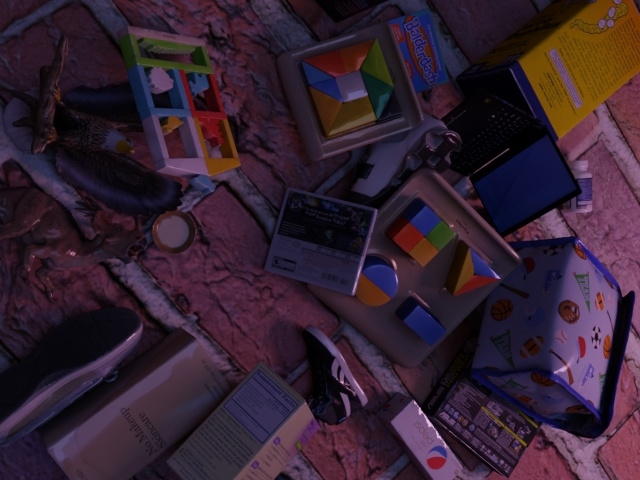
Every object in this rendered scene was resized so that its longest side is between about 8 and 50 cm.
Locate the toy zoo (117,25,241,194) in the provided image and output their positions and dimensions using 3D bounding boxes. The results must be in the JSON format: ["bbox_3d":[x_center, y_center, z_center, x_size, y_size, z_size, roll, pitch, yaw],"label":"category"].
[{"bbox_3d":[-0.236,-0.220,1.350,0.192,0.030,0.293,-10,82,-56],"label":"toy zoo"}]

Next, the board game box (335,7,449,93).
[{"bbox_3d":[0.150,-0.372,1.603,0.210,0.047,0.160,-23,103,-21],"label":"board game box"}]

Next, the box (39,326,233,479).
[{"bbox_3d":[-0.328,0.310,1.401,0.311,0.121,0.148,-37,108,-17],"label":"box"}]

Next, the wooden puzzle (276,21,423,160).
[{"bbox_3d":[0.056,-0.291,1.505,0.238,0.044,0.221,-19,87,-1],"label":"wooden puzzle"}]

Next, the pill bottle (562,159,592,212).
[{"bbox_3d":[0.598,-0.126,1.811,0.067,0.067,0.120,-5,96,-24],"label":"pill bottle"}]

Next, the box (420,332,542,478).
[{"bbox_3d":[0.383,0.374,1.757,0.270,0.060,0.216,41,77,-22],"label":"box"}]

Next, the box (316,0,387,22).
[{"bbox_3d":[0.086,-0.532,1.439,0.143,0.270,0.165,43,77,-21],"label":"box"}]

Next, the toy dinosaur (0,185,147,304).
[{"bbox_3d":[-0.460,-0.026,1.321,0.295,0.127,0.200,39,74,-13],"label":"toy dinosaur"}]

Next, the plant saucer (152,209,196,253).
[{"bbox_3d":[-0.275,-0.016,1.457,0.083,0.015,0.083,-2,96,-24],"label":"plant saucer"}]

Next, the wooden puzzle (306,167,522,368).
[{"bbox_3d":[0.198,0.076,1.565,0.348,0.080,0.322,-44,114,10],"label":"wooden puzzle"}]

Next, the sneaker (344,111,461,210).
[{"bbox_3d":[0.127,-0.126,1.587,0.330,0.146,0.122,-44,138,8],"label":"sneaker"}]

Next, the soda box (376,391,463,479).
[{"bbox_3d":[0.216,0.435,1.682,0.074,0.069,0.216,-41,109,-16],"label":"soda box"}]

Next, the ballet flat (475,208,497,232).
[{"bbox_3d":[0.350,-0.038,1.728,0.173,0.049,0.057,0,66,-29],"label":"ballet flat"}]

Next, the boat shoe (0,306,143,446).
[{"bbox_3d":[-0.448,0.235,1.358,0.320,0.118,0.103,-39,145,-20],"label":"boat shoe"}]

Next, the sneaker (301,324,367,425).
[{"bbox_3d":[0.000,0.286,1.568,0.121,0.079,0.217,-39,109,-18],"label":"sneaker"}]

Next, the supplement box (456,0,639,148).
[{"bbox_3d":[0.511,-0.378,1.683,0.356,0.194,0.195,-39,108,-17],"label":"supplement box"}]

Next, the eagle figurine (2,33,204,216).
[{"bbox_3d":[-0.366,-0.178,1.336,0.226,0.225,0.298,-39,154,22],"label":"eagle figurine"}]

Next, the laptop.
[{"bbox_3d":[0.349,-0.149,1.589,0.264,0.234,0.137,22,55,-24],"label":"laptop"}]

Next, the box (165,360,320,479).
[{"bbox_3d":[-0.134,0.374,1.433,0.117,0.213,0.243,39,75,22],"label":"box"}]

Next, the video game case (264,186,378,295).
[{"bbox_3d":[0.000,0.000,1.514,0.190,0.022,0.173,15,87,18],"label":"video game case"}]

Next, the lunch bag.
[{"bbox_3d":[0.536,0.220,1.689,0.385,0.239,0.328,39,60,-38],"label":"lunch bag"}]
